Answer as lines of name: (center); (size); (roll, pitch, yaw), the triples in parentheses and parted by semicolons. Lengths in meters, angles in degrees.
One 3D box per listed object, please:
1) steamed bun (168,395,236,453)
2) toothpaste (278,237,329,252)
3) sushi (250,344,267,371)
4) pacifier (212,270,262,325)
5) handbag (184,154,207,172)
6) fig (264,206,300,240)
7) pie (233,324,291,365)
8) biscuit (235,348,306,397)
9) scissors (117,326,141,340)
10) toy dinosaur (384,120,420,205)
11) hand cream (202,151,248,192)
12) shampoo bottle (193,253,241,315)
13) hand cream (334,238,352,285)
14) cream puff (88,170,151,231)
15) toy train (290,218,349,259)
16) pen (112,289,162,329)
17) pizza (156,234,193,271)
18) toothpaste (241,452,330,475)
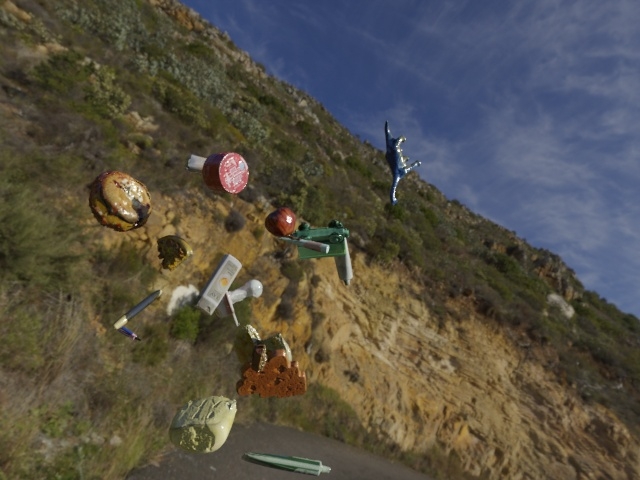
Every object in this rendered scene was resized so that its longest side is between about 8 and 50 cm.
steamed bun: (-0.499, 0.803, 1.818); (0.272, 0.166, 0.232); (-8, 14, 3)
toothpaste: (-0.067, 0.012, 1.673); (0.205, 0.036, 0.056); (13, 2, 16)
sushi: (-0.212, 0.408, 1.449); (0.055, 0.120, 0.052); (12, 14, 13)
pacifier: (-0.438, 0.279, 2.066); (0.272, 0.221, 0.332); (9, -38, 7)
handbag: (-0.705, -0.444, 2.449); (0.173, 0.095, 0.117); (8, 29, -13)
fig: (-0.147, -0.066, 1.661); (0.150, 0.128, 0.128); (34, -18, -25)
pie: (-0.290, 0.574, 2.100); (0.337, 0.075, 0.338); (10, -64, 21)
biscuit: (-0.173, 0.536, 1.621); (0.306, 0.284, 0.043); (35, 22, -32)
scissors: (-0.848, 0.417, 1.855); (0.113, 0.012, 0.039); (36, -59, -17)
toy dinosaur: (0.240, -0.268, 1.423); (0.075, 0.188, 0.248); (-6, -59, 55)
hand cream: (-0.521, -0.370, 2.283); (0.149, 0.230, 0.230); (9, -25, 32)
shampoo bottle: (-0.385, 0.165, 1.568); (0.055, 0.228, 0.086); (6, -33, 40)
hand cream: (0.119, 0.098, 2.375); (0.124, 0.077, 0.341); (1, -68, 44)
cream puff: (-0.762, -0.139, 1.574); (0.163, 0.240, 0.240); (-25, -41, 17)
toy train: (0.000, 0.000, 2.168); (0.300, 0.120, 0.202); (-5, -39, 1)
pen: (-0.695, 0.261, 1.591); (0.032, 0.233, 0.040); (49, -50, -5)
pizza: (-0.538, 0.047, 1.514); (0.174, 0.134, 0.046); (6, -4, 30)
toothpaste: (-0.146, 0.966, 1.811); (0.391, 0.061, 0.099); (14, -43, -8)
